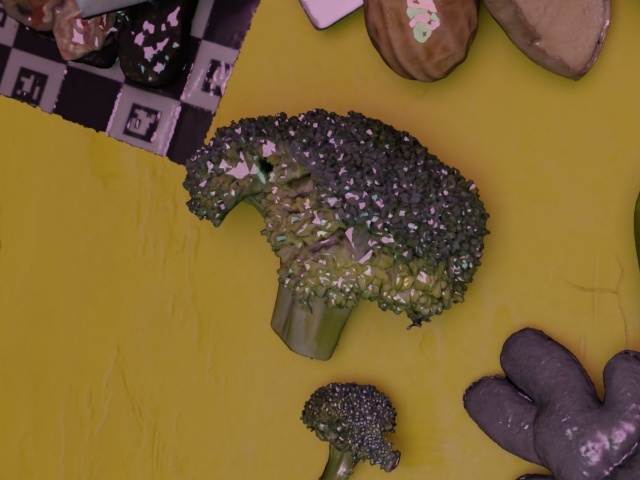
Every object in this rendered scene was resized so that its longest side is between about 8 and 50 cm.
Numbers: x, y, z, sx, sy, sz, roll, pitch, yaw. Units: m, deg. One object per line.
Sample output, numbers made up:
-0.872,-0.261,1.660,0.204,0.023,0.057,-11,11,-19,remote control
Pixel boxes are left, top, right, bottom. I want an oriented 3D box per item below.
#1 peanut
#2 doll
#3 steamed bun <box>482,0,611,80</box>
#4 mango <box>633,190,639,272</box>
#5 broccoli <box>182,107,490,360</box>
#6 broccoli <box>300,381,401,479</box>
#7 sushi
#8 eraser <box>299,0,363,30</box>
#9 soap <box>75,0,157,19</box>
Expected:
0.117,-0.353,1.544,0.140,0.153,0.325,-18,73,50,peanut
0.329,0.245,1.485,0.340,0.158,0.246,40,103,40,doll
0.265,-0.325,1.515,0.231,0.110,0.212,47,70,-30,steamed bun
0.455,0.015,1.449,0.185,0.149,0.273,-7,92,5,mango
0.002,-0.011,1.498,0.375,0.249,0.302,21,89,7,broccoli
0.020,0.269,1.562,0.122,0.118,0.204,18,106,-8,broccoli
-0.289,-0.296,1.648,0.373,0.100,0.296,22,92,12,sushi
-0.048,-0.428,1.622,0.089,0.061,0.352,-30,82,10,eraser
-0.219,-0.363,1.576,0.230,0.091,0.145,-16,50,-14,soap
